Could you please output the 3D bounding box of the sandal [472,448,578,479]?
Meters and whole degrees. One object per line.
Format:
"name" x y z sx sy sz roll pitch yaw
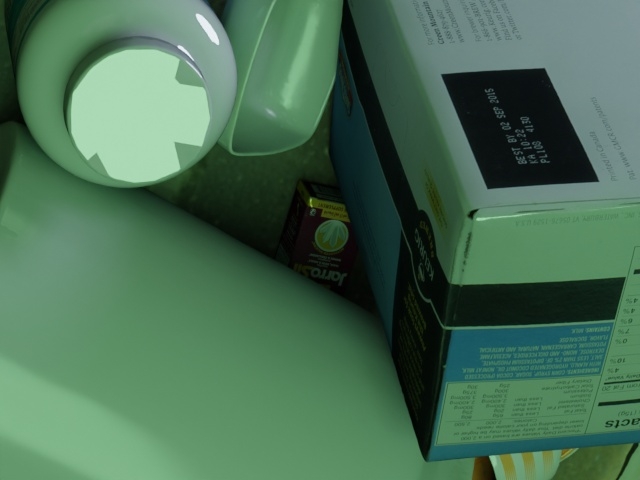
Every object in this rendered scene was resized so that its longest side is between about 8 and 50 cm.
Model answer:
"sandal" 0.129 0.194 1.530 0.265 0.076 0.102 -24 116 -2

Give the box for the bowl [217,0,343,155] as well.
"bowl" -0.036 -0.138 1.338 0.053 0.142 0.142 28 109 24

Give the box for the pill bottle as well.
"pill bottle" -0.138 -0.126 1.231 0.146 0.264 0.146 -5 114 -11

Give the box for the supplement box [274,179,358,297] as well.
"supplement box" 0.000 0.000 1.438 0.055 0.043 0.083 10 110 -18

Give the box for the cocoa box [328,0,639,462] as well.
"cocoa box" 0.152 -0.049 1.262 0.231 0.347 0.228 -4 132 -11

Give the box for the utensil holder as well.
"utensil holder" -0.132 0.133 1.313 0.385 0.327 0.328 31 103 -20
